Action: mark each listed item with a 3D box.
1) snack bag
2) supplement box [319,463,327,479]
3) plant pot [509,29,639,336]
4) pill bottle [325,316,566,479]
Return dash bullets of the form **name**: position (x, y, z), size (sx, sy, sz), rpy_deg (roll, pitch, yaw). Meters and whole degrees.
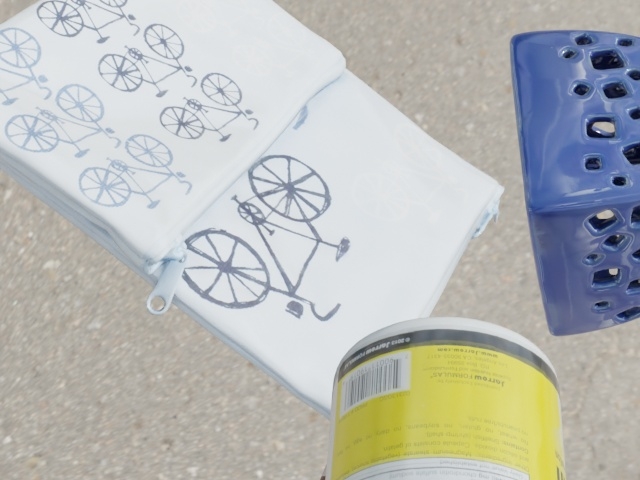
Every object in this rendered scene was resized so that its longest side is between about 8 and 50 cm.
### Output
- **snack bag**: position (-0.043, -0.060, 0.753), size (0.342, 0.037, 0.323), rpy_deg (39, 38, -1)
- **supplement box**: position (0.019, 0.247, 0.638), size (0.073, 0.130, 0.239), rpy_deg (39, 62, -24)
- **plant pot**: position (0.310, -0.065, 1.107), size (0.212, 0.236, 0.236), rpy_deg (-8, 53, 14)
- **pill bottle**: position (0.050, 0.130, 0.457), size (0.103, 0.103, 0.184), rpy_deg (21, 48, -18)
